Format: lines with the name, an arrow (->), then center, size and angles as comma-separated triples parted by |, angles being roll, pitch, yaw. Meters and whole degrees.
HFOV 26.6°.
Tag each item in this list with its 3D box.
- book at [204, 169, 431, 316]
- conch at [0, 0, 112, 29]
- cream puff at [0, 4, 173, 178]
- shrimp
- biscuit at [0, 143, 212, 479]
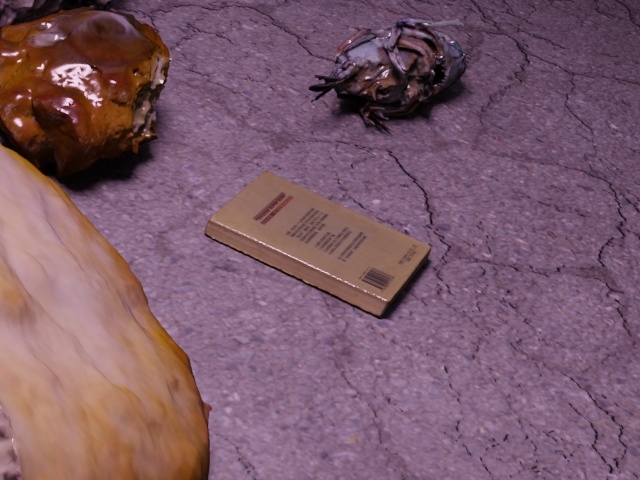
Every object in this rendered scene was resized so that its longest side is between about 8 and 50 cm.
book -> 0.000, 0.000, 1.584 | 0.231, 0.026, 0.161 | 26, 32, 13
conch -> -0.370, -0.389, 1.811 | 0.313, 0.240, 0.186 | -31, 91, -37
cream puff -> -0.287, -0.185, 1.610 | 0.241, 0.155, 0.269 | 37, 39, 30
shrimp -> 0.109, -0.255, 1.898 | 0.137, 0.172, 0.372 | 31, 27, 12
biscuit -> -0.250, 0.056, 1.113 | 0.429, 0.104, 0.446 | 55, 9, 18
